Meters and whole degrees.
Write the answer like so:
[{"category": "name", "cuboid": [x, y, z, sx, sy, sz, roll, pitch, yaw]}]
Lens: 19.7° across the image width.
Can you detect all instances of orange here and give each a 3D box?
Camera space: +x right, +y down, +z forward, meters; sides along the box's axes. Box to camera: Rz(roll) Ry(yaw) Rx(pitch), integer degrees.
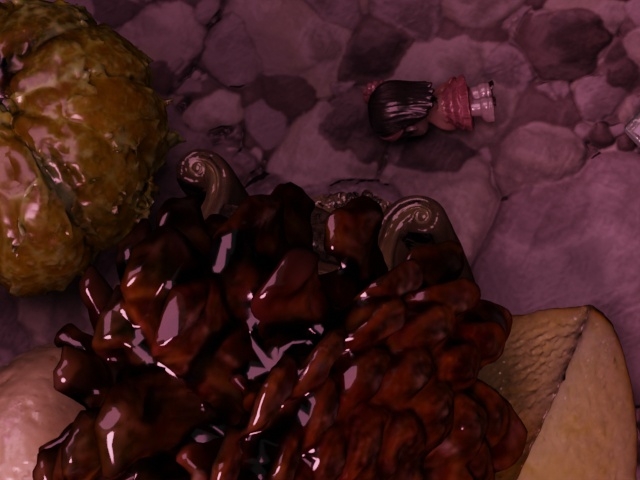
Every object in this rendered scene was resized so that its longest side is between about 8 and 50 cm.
[{"category": "orange", "cuboid": [-0.290, -0.095, 1.768, 0.301, 0.223, 0.300, -36, 75, -8]}]

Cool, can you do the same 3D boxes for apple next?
[{"category": "apple", "cuboid": [0.143, 0.222, 1.557, 0.254, 0.179, 0.346, 23, 74, -2]}]

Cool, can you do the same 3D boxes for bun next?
[{"category": "bun", "cuboid": [-0.214, 0.215, 1.591, 0.152, 0.259, 0.259, 26, 75, 32]}]

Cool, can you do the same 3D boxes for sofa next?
[{"category": "sofa", "cuboid": [0.000, 0.000, 1.674, 0.258, 0.200, 0.182, 12, 73, 19]}]

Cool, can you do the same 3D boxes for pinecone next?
[{"category": "pinecone", "cuboid": [-0.046, 0.136, 1.396, 0.397, 0.398, 0.398, -5, 66, 11]}]

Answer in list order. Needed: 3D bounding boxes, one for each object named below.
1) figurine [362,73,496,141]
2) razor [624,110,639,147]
[{"category": "figurine", "cuboid": [0.106, -0.136, 1.788, 0.129, 0.054, 0.072, -9, 58, 7]}, {"category": "razor", "cuboid": [0.391, -0.100, 1.642, 0.111, 0.056, 0.278, -44, 33, -8]}]
